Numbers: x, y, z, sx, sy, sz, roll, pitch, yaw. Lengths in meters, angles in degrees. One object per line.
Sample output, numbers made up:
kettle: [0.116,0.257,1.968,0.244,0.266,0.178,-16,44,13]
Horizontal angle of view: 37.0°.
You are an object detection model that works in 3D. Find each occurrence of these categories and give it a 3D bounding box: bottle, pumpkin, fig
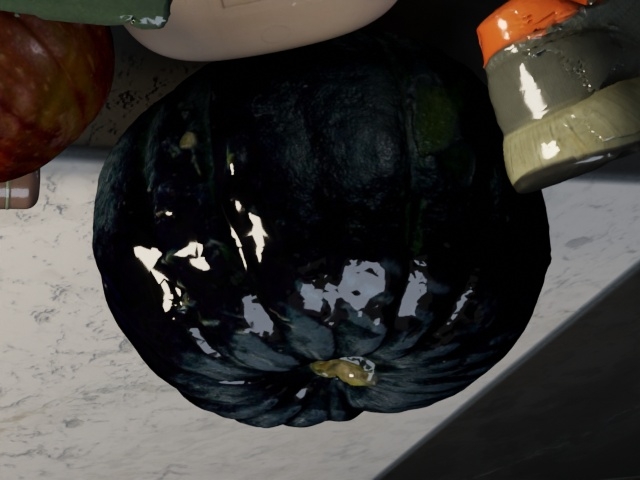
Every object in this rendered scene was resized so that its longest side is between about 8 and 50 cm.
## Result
bottle: [-0.303,-0.052,0.782,0.140,0.053,0.053,0,150,-21]
pumpkin: [0.000,0.000,0.772,0.364,0.266,0.363,-5,154,-3]
fig: [-0.228,-0.134,0.568,0.175,0.175,0.207,-18,132,11]

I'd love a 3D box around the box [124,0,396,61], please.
box: [-0.039,-0.183,0.604,0.200,0.088,0.146,-13,149,0]

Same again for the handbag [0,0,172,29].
handbag: [-0.176,-0.206,0.405,0.260,0.079,0.247,4,151,-9]

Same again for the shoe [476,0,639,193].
shoe: [0.220,-0.166,0.704,0.336,0.171,0.132,-30,-177,-38]
